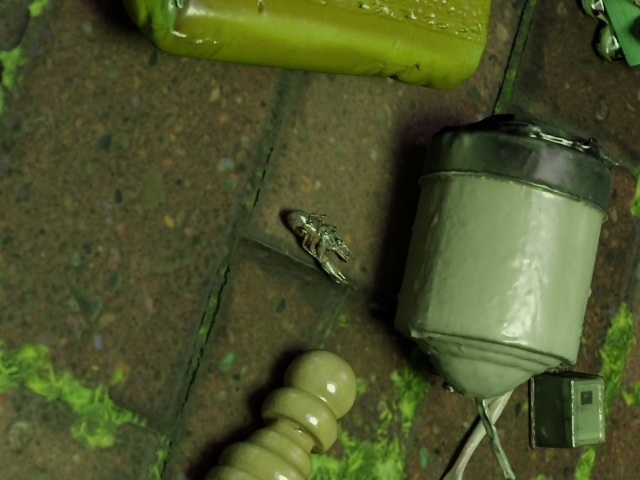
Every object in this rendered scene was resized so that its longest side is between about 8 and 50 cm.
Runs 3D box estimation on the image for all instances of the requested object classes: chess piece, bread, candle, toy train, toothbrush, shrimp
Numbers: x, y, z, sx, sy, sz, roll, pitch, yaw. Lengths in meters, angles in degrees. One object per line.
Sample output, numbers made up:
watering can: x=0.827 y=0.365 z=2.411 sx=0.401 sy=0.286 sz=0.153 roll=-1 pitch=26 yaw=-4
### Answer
chess piece: x=-0.026 y=0.175 z=1.294 sx=0.094 sy=0.094 sz=0.170 roll=48 pitch=57 yaw=-24
bread: x=-0.011 y=-0.231 z=1.288 sx=0.383 sy=0.112 sz=0.166 roll=3 pitch=90 yaw=-36
candle: x=0.167 y=0.055 z=1.365 sx=0.187 sy=0.187 sz=0.330 roll=17 pitch=81 yaw=-33
toy train: x=0.343 y=-0.280 z=1.556 sx=0.125 sy=0.080 sz=0.194 roll=-36 pitch=107 yaw=-34
toothbrush: x=0.187 y=0.160 z=1.471 sx=0.029 sy=0.025 sz=0.307 roll=45 pitch=66 yaw=-35
shrimp: x=0.003 y=-0.001 z=1.347 sx=0.092 sy=0.029 sz=0.038 roll=55 pitch=53 yaw=-27

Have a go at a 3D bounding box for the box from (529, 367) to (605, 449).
box: x=0.260 y=0.178 z=1.498 sx=0.060 sy=0.063 sz=0.085 roll=0 pitch=90 yaw=-36
